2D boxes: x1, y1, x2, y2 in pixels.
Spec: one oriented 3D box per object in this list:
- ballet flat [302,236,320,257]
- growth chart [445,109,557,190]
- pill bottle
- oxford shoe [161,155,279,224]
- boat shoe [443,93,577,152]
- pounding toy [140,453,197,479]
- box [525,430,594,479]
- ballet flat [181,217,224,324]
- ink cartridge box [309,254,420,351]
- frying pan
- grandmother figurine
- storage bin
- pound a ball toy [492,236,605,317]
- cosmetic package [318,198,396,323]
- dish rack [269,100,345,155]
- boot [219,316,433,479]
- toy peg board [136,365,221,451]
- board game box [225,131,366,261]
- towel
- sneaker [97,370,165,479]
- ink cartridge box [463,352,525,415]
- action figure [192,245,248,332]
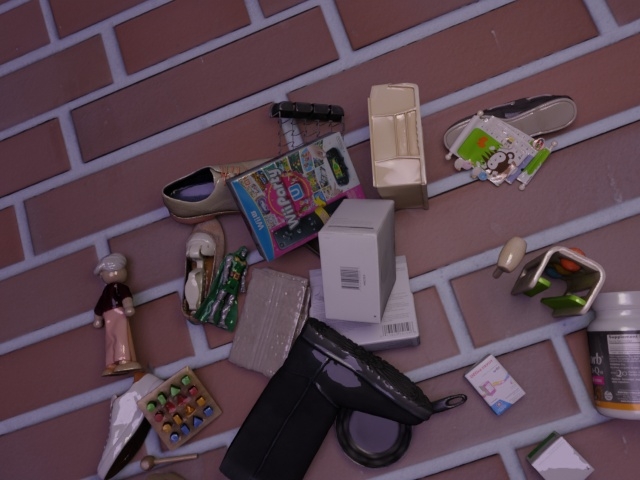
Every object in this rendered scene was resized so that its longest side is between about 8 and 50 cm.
[{"bbox_3d":[0.000,0.000,1.490,0.250,0.058,0.084,31,80,15],"label":"ballet flat"},{"bbox_3d":[0.459,-0.225,1.417,0.237,0.021,0.171,24,112,-1],"label":"growth chart"},{"bbox_3d":[0.706,0.260,1.263,0.162,0.162,0.278,-4,79,10],"label":"pill bottle"},{"bbox_3d":[-0.235,-0.149,1.502,0.397,0.146,0.140,-21,73,-5],"label":"oxford shoe"},{"bbox_3d":[0.490,-0.304,1.446,0.336,0.095,0.112,-13,114,12],"label":"boat shoe"},{"bbox_3d":[-0.369,0.638,1.404,0.270,0.154,0.154,28,87,13],"label":"pounding toy"},{"bbox_3d":[0.556,0.521,1.283,0.101,0.087,0.102,-43,76,1],"label":"box"},{"bbox_3d":[-0.329,0.074,1.517,0.108,0.106,0.315,-2,80,11],"label":"ballet flat"},{"bbox_3d":[0.108,0.172,1.445,0.275,0.060,0.238,-9,54,9],"label":"ink cartridge box"},{"bbox_3d":[0.182,0.428,1.387,0.326,0.053,0.197,-43,75,1],"label":"frying pan"},{"bbox_3d":[-0.574,0.201,1.541,0.208,0.104,0.342,-19,71,28],"label":"grandmother figurine"},{"bbox_3d":[0.201,-0.227,1.389,0.123,0.262,0.260,-4,80,12],"label":"storage bin"},{"bbox_3d":[0.505,0.066,1.251,0.208,0.319,0.135,29,87,14],"label":"pound a ball toy"},{"bbox_3d":[0.095,0.041,1.312,0.138,0.224,0.223,3,114,18],"label":"cosmetic package"},{"bbox_3d":[-0.029,-0.245,1.496,0.209,0.074,0.271,0,87,-19],"label":"dish rack"},{"bbox_3d":[0.004,0.466,1.328,0.367,0.146,0.445,33,99,14],"label":"boot"},{"bbox_3d":[-0.366,0.440,1.432,0.161,0.079,0.160,-36,91,-17],"label":"toy peg board"},{"bbox_3d":[-0.055,-0.114,1.400,0.304,0.097,0.223,-28,107,-13],"label":"board game box"},{"bbox_3d":[-0.134,0.217,1.468,0.187,0.049,0.282,14,84,29],"label":"towel"},{"bbox_3d":[-0.532,0.494,1.492,0.123,0.106,0.290,24,74,16],"label":"sneaker"},{"bbox_3d":[0.426,0.352,1.355,0.088,0.052,0.122,-41,75,2],"label":"ink cartridge box"},{"bbox_3d":[-0.247,0.121,1.497,0.064,0.137,0.232,0,66,43],"label":"action figure"}]
